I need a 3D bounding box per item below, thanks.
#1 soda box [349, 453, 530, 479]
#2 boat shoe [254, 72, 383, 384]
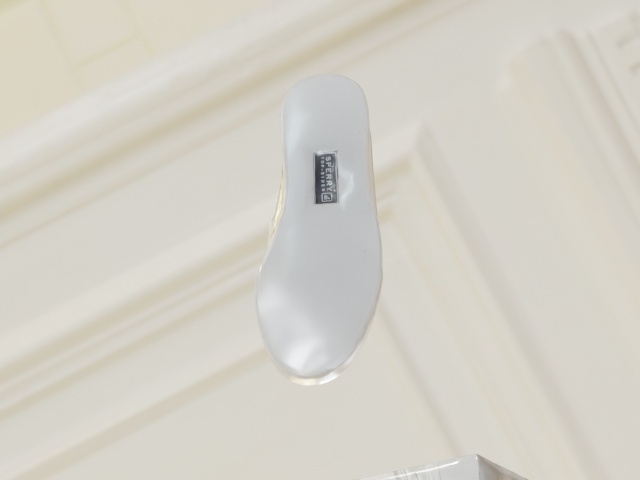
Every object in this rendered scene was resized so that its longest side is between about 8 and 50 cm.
[{"bbox_3d":[0.007,0.225,1.223,0.098,0.286,0.091,30,-129,-53],"label":"soda box"},{"bbox_3d":[0.000,0.000,1.362,0.088,0.096,0.267,81,-174,-58],"label":"boat shoe"}]
